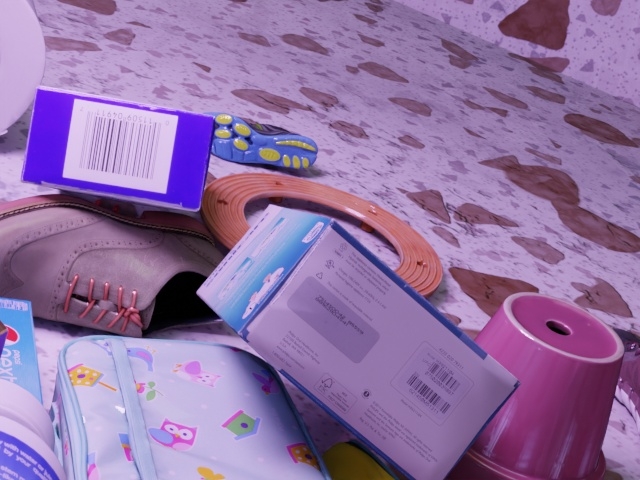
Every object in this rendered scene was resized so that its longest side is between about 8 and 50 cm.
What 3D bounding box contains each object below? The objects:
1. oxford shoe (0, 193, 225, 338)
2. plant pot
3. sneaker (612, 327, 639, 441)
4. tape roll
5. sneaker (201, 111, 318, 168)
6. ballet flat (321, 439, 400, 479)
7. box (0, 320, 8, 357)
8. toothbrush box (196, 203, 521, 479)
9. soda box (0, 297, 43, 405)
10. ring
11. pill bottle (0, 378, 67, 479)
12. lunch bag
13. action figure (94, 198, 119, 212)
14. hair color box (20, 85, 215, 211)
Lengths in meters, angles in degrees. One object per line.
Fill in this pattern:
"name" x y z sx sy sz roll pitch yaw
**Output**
"oxford shoe" -0.229 0.036 1.252 0.348 0.123 0.130 -3 37 -40
"plant pot" 0.214 0.161 1.244 0.201 0.180 0.201 16 25 -8
"sneaker" 0.426 0.145 1.461 0.106 0.162 0.281 13 25 -16
"tape roll" -0.479 -0.261 1.545 0.246 0.246 0.169 8 26 -24
"sneaker" -0.099 -0.146 1.830 0.188 0.067 0.078 12 3 -12
"ballet flat" 0.077 0.262 1.075 0.231 0.077 0.077 32 47 31
"box" -0.420 0.075 0.931 0.201 0.057 0.293 45 48 15
"toothbrush box" 0.019 0.086 1.113 0.216 0.126 0.295 41 -6 -11
"soda box" -0.285 0.131 1.061 0.067 0.071 0.210 10 25 -21
"ring" 0.000 0.000 1.615 0.337 0.032 0.336 17 23 -7
"pill bottle" -0.249 0.209 0.819 0.152 0.152 0.272 15 24 -11
"lunch bag" -0.118 0.188 1.017 0.224 0.108 0.279 9 25 -24
"action figure" -0.265 -0.017 1.453 0.038 0.030 0.115 21 25 -9
"hair color box" -0.218 -0.095 1.384 0.185 0.110 0.339 10 2 -5
